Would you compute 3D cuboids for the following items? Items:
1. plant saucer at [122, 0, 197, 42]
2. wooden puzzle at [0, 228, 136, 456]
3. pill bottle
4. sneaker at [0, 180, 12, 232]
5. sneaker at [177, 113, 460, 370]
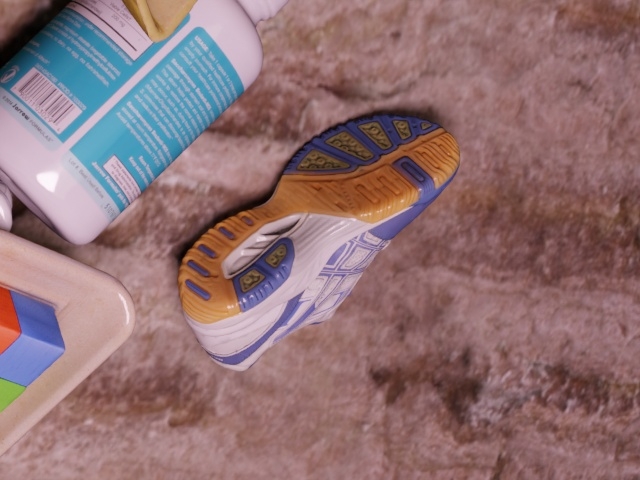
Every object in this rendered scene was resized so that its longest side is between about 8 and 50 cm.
[{"bbox_3d":[-0.105,-0.370,1.378,0.333,0.081,0.333,-57,149,-29],"label":"plant saucer"},{"bbox_3d":[-0.357,0.099,1.432,0.322,0.080,0.348,-42,133,22],"label":"wooden puzzle"},{"bbox_3d":[-0.146,-0.133,1.505,0.264,0.146,0.146,-45,130,-9],"label":"pill bottle"},{"bbox_3d":[-0.338,0.000,1.482,0.212,0.094,0.080,-15,110,-2],"label":"sneaker"},{"bbox_3d":[0.000,0.000,1.723,0.296,0.112,0.131,-33,145,-17],"label":"sneaker"}]
